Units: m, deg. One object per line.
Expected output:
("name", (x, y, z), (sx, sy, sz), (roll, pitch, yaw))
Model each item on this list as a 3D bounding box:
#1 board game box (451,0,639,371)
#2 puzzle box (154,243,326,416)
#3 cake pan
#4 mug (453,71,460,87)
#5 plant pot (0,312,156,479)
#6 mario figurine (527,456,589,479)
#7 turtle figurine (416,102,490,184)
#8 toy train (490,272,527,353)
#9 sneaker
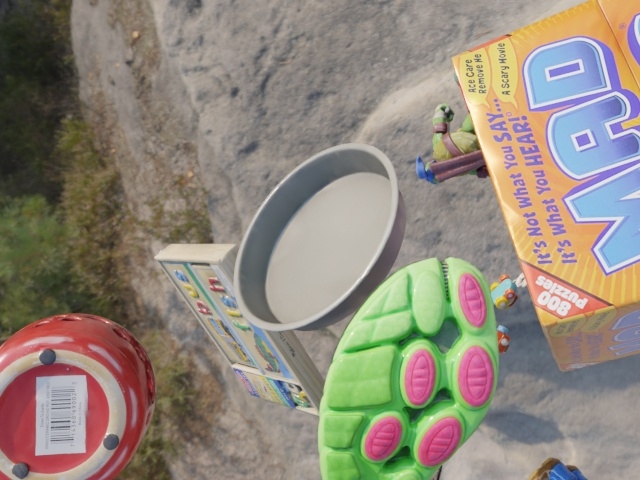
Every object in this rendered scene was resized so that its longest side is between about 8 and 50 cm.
("board game box", (0.418, -0.070, 0.841), (0.356, 0.356, 0.356), (-19, 65, 17))
("puzzle box", (-0.157, 0.181, 1.345), (0.272, 0.052, 0.409), (-1, 126, 52))
("cake pan", (0.000, 0.000, 0.907), (0.293, 0.293, 0.054), (-27, 134, 31))
("mug", (0.404, -0.396, 1.578), (0.158, 0.129, 0.097), (17, 142, 8))
("plant pot", (-0.276, 0.174, 0.700), (0.191, 0.174, 0.191), (1, 85, -11))
("mario figurine", (0.482, 0.511, 1.081), (0.320, 0.198, 0.170), (34, 129, 57))
("turtle figurine", (0.343, -0.230, 1.387), (0.266, 0.275, 0.197), (-44, 56, 46))
("toy train", (0.340, 0.141, 1.210), (0.046, 0.166, 0.125), (33, 168, -17))
("sneaker", (0.079, 0.237, 0.793), (0.185, 0.202, 0.482), (13, 107, -1))
